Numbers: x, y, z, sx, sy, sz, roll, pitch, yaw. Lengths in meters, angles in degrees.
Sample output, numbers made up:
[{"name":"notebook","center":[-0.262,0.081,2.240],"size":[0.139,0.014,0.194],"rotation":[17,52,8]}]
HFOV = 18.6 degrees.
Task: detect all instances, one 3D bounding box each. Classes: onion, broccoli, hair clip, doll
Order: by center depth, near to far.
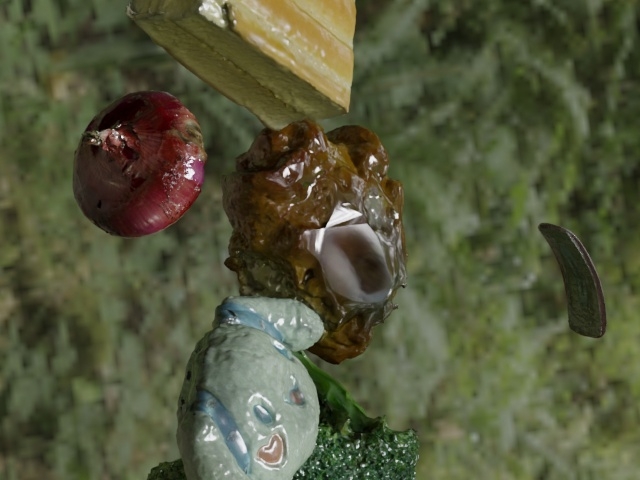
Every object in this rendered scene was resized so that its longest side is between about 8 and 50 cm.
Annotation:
[{"name":"doll","center":[-0.046,0.105,1.215],"size":[0.103,0.071,0.214],"rotation":[49,34,-21]},{"name":"onion","center":[-0.192,-0.082,1.880],"size":[0.140,0.150,0.150],"rotation":[24,54,-51]},{"name":"hair clip","center":[0.259,0.038,2.003],"size":[0.054,0.022,0.137],"rotation":[14,-48,52]},{"name":"broccoli","center":[-0.045,0.244,2.180],"size":[0.308,0.308,0.275],"rotation":[29,42,-79]}]

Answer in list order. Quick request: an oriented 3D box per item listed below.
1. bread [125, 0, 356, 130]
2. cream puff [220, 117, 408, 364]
[{"name":"bread","center":[-0.071,-0.266,1.908],"size":[0.246,0.111,0.239],"rotation":[33,52,-48]},{"name":"cream puff","center":[0.000,0.000,2.069],"size":[0.241,0.155,0.269],"rotation":[-14,106,-47]}]
